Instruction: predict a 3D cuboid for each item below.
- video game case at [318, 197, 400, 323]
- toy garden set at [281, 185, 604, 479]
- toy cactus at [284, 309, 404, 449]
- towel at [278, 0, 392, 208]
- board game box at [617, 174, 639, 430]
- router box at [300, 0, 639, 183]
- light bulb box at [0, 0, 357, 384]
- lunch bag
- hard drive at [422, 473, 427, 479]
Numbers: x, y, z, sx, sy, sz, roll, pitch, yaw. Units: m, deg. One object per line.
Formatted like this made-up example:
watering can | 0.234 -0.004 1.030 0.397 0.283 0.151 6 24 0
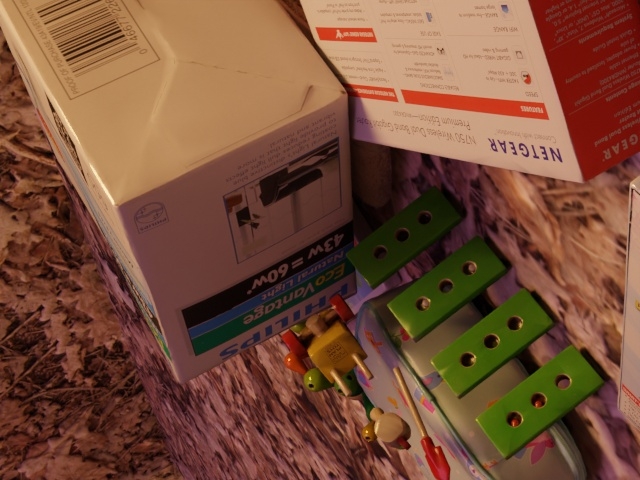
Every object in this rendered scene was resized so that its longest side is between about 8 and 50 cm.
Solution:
video game case | 0.000 0.000 1.437 0.204 0.025 0.285 60 161 7
toy garden set | 0.101 0.103 1.064 0.244 0.204 0.049 53 -178 27
toy cactus | 0.045 0.166 1.456 0.219 0.112 0.180 37 179 11
towel | -0.012 -0.176 1.186 0.282 0.049 0.187 50 160 34
board game box | 0.302 0.129 0.645 0.318 0.066 0.318 47 169 29
router box | 0.077 -0.210 0.848 0.335 0.082 0.301 22 137 62
light bulb box | -0.144 -0.110 1.171 0.358 0.225 0.361 56 166 28
lunch bag | 0.142 0.175 1.181 0.279 0.108 0.224 55 165 25
hard drive | 0.210 0.410 1.437 0.210 0.040 0.318 43 154 43
